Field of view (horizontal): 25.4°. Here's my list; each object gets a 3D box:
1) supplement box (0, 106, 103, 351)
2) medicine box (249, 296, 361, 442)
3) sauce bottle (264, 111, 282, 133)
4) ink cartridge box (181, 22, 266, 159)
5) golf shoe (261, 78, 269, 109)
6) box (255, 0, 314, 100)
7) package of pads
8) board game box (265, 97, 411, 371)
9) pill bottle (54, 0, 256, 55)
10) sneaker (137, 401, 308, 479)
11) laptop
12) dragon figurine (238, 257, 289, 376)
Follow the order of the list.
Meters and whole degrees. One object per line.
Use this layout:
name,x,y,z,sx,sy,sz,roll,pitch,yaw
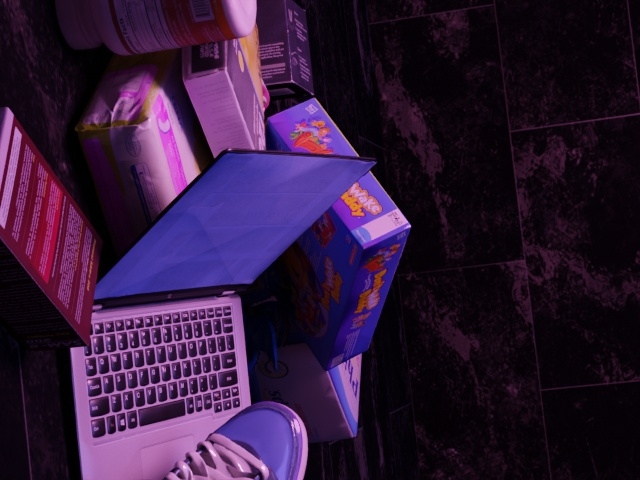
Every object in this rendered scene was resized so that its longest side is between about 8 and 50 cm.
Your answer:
supplement box,-0.293,-0.005,1.380,0.239,0.073,0.130,64,23,-53
medicine box,-0.032,0.137,2.298,0.263,0.149,0.289,70,17,-45
sauce bottle,-0.082,-0.111,2.299,0.344,0.111,0.111,-68,149,-67
ink cartridge box,-0.115,-0.217,1.862,0.307,0.072,0.304,70,11,-51
golf shoe,-0.167,-0.305,2.088,0.306,0.115,0.140,70,2,-52
box,-0.079,-0.335,2.476,0.156,0.093,0.158,15,70,-76
package of pads,-0.205,-0.122,1.778,0.296,0.101,0.229,-79,159,-57
board game box,0.000,0.000,1.982,0.233,0.078,0.347,55,-24,22
pill bottle,-0.192,-0.282,1.656,0.121,0.216,0.121,-6,90,-77
sneaker,-0.137,0.282,1.531,0.323,0.130,0.236,-52,158,-16
laptop,-0.094,0.115,1.646,0.382,0.236,0.408,-3,87,-63
dragon figurine,-0.093,0.136,2.033,0.085,0.144,0.289,-71,151,-62
